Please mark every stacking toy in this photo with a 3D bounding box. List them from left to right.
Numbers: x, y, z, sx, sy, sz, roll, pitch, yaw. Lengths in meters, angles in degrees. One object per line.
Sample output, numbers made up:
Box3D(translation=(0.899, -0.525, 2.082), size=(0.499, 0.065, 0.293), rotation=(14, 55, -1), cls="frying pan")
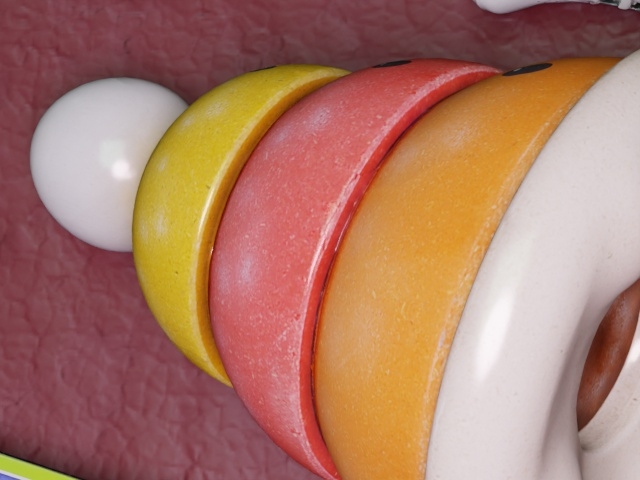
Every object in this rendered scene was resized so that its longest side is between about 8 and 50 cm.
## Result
Box3D(translation=(0.000, 0.000, 1.086), size=(0.480, 0.350, 0.350), rotation=(20, 82, 30), cls="stacking toy")

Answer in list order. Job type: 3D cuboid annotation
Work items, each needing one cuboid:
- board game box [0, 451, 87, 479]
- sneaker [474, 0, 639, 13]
Box3D(translation=(-0.155, 0.276, 1.138), size=(0.347, 0.078, 0.233), rotation=(16, 81, 14), cls="board game box")
Box3D(translation=(0.225, -0.165, 1.154), size=(0.235, 0.094, 0.153), rotation=(-19, 66, -4), cls="sneaker")
